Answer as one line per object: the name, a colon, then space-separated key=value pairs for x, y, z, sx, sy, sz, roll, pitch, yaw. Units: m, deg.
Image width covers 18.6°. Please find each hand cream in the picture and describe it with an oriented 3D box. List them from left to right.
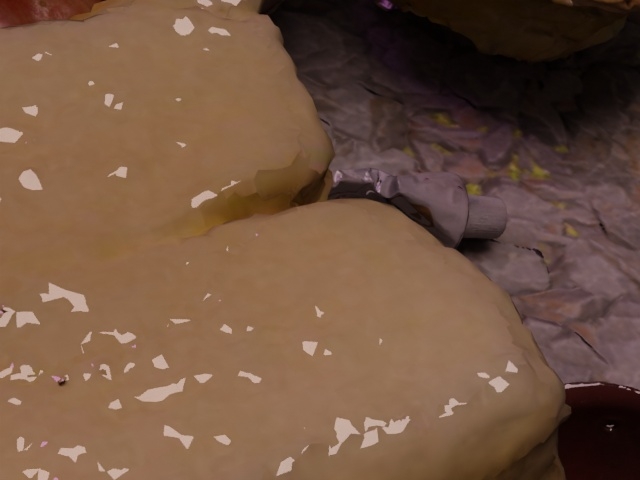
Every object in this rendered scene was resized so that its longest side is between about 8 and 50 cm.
hand cream: x=-0.001 y=-0.003 z=1.122 sx=0.257 sy=0.084 sz=0.050 roll=-11 pitch=57 yaw=-29

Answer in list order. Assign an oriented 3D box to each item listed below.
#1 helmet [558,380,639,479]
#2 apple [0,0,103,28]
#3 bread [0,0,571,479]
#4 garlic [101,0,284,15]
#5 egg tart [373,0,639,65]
helmet: x=0.125 y=0.163 z=0.967 sx=0.175 sy=0.106 sz=0.155 roll=-14 pitch=49 yaw=-23
apple: x=-0.176 y=-0.064 z=1.069 sx=0.168 sy=0.181 sz=0.181 roll=49 pitch=51 yaw=3
bread: x=-0.151 y=0.129 z=0.747 sx=0.390 sy=0.371 sz=0.279 roll=-14 pitch=56 yaw=-22
garlic: x=-0.112 y=-0.218 z=1.193 sx=0.292 sy=0.210 sz=0.237 roll=20 pitch=59 yaw=-24
egg tart: x=0.111 y=-0.210 z=1.293 sx=0.315 sy=0.120 sz=0.315 roll=22 pitch=27 yaw=-12
